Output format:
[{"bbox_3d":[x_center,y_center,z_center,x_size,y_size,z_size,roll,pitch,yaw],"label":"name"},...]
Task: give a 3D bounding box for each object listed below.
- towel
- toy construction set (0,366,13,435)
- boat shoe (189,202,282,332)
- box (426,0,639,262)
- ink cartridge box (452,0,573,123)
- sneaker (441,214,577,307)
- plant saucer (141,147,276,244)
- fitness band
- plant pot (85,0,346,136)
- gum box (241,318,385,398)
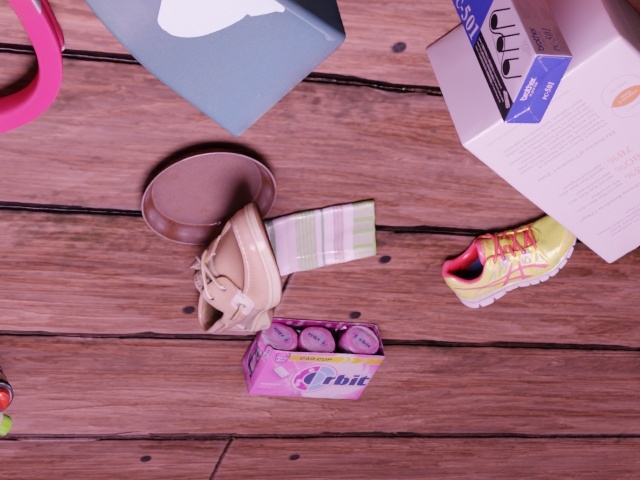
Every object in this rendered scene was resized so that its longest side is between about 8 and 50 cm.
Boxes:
[{"bbox_3d":[0.000,0.000,1.862,0.152,0.023,0.113,-11,142,-6],"label":"towel"},{"bbox_3d":[-0.536,0.228,1.855,0.215,0.151,0.327,-53,142,5],"label":"toy construction set"},{"bbox_3d":[-0.111,0.048,1.779,0.098,0.109,0.302,-13,160,-11],"label":"boat shoe"},{"bbox_3d":[0.323,-0.152,1.671,0.215,0.168,0.345,-35,137,22],"label":"box"},{"bbox_3d":[0.199,-0.231,1.500,0.046,0.207,0.097,0,139,-19],"label":"ink cartridge box"},{"bbox_3d":[0.256,0.020,1.928,0.208,0.081,0.094,-35,136,23],"label":"sneaker"},{"bbox_3d":[-0.139,-0.059,1.739,0.168,0.029,0.168,-9,140,-8],"label":"plant saucer"},{"bbox_3d":[-0.385,-0.219,1.448,0.209,0.054,0.291,-16,141,5],"label":"fitness band"},{"bbox_3d":[-0.125,-0.256,1.406,0.234,0.165,0.165,29,124,-35],"label":"plant pot"},{"bbox_3d":[-0.016,0.171,2.033,0.188,0.062,0.107,5,137,-24],"label":"gum box"}]
